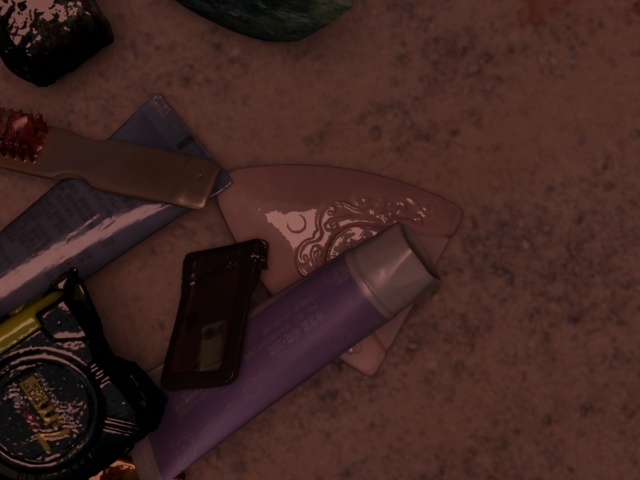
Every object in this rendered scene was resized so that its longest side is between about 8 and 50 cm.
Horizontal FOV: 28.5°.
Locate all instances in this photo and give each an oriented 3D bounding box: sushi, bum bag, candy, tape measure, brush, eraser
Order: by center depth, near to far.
[{"bbox_3d":[-0.272,0.146,1.243,0.186,0.112,0.199,-32,98,-1],"label":"tape measure"},{"bbox_3d":[-0.108,0.077,1.278,0.109,0.026,0.159,-10,59,38],"label":"bum bag"},{"bbox_3d":[-0.260,-0.094,1.284,0.321,0.050,0.060,13,61,12],"label":"brush"},{"bbox_3d":[-0.314,-0.269,1.291,0.127,0.124,0.225,-32,94,-1],"label":"sushi"},{"bbox_3d":[0.000,0.000,1.315,0.243,0.059,0.204,28,88,-4],"label":"eraser"},{"bbox_3d":[-0.208,0.258,1.316,0.122,0.038,0.062,18,88,0],"label":"candy"}]

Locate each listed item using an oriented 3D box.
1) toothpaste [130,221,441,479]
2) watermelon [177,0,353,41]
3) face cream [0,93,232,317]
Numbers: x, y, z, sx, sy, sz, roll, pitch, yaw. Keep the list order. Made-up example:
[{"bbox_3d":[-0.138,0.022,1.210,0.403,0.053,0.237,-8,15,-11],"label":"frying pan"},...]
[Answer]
[{"bbox_3d":[-0.054,0.110,1.264,0.371,0.080,0.125,-34,59,11],"label":"toothpaste"},{"bbox_3d":[-0.084,-0.367,1.262,0.387,0.228,0.258,42,79,10],"label":"watermelon"},{"bbox_3d":[-0.280,0.010,1.303,0.385,0.086,0.135,-38,71,-5],"label":"face cream"}]
